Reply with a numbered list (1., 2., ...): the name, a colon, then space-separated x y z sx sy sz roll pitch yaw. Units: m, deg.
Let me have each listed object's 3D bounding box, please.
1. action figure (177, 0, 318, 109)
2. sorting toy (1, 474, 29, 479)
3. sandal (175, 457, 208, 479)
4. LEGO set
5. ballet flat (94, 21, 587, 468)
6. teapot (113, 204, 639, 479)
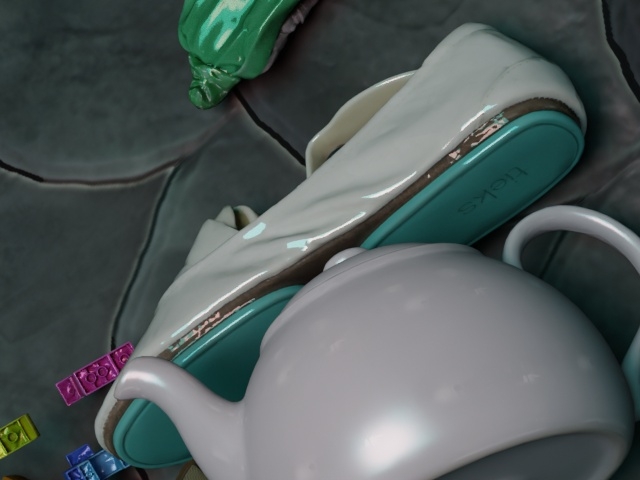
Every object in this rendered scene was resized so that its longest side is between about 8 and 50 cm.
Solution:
1. action figure: -0.035 -0.197 1.193 0.137 0.063 0.232 32 97 23
2. sorting toy: -0.137 0.298 1.219 0.307 0.041 0.229 20 95 26
3. sandal: 0.002 0.209 1.135 0.219 0.060 0.090 14 56 5
4. LEGO set: -0.221 0.171 1.219 0.227 0.093 0.087 -30 89 -17
5. ballet flat: 0.000 0.000 1.140 0.400 0.139 0.139 -39 71 14
6. teapot: 0.057 0.084 1.016 0.252 0.256 0.187 -40 59 30
